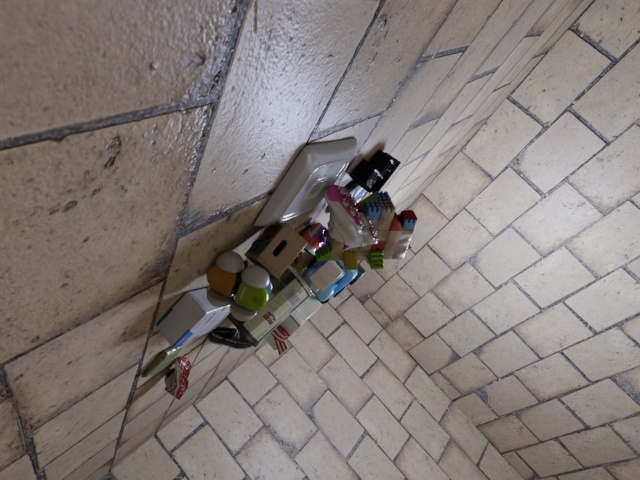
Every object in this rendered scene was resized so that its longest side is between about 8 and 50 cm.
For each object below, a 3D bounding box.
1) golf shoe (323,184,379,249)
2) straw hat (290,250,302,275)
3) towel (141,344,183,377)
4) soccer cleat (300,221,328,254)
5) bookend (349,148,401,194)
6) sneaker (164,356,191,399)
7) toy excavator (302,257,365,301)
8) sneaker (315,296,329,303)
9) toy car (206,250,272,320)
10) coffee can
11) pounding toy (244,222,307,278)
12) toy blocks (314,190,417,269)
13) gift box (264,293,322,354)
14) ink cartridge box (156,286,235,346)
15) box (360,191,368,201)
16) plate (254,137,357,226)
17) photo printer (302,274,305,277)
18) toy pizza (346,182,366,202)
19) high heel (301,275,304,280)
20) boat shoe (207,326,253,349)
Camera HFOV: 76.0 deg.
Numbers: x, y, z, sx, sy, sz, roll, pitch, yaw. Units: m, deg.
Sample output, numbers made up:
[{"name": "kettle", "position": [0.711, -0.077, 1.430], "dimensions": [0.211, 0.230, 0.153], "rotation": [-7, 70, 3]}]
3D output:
[{"name": "golf shoe", "position": [0.070, -0.054, 1.254], "dimensions": [0.140, 0.115, 0.306], "rotation": [-23, 142, 18]}, {"name": "straw hat", "position": [-0.111, 0.069, 1.569], "dimensions": [0.061, 0.145, 0.144], "rotation": [-3, 175, 10]}, {"name": "towel", "position": [-0.554, 0.424, 1.444], "dimensions": [0.148, 0.027, 0.110], "rotation": [-47, 170, 16]}, {"name": "soccer cleat", "position": [0.000, 0.000, 1.640], "dimensions": [0.116, 0.108, 0.318], "rotation": [-48, 166, 5]}, {"name": "bookend", "position": [0.192, -0.248, 1.422], "dimensions": [0.157, 0.072, 0.156], "rotation": [-53, 160, 6]}, {"name": "sneaker", "position": [-0.591, 0.556, 1.663], "dimensions": [0.088, 0.092, 0.225], "rotation": [-61, 172, -60]}, {"name": "toy excavator", "position": [0.031, 0.174, 1.908], "dimensions": [0.433, 0.222, 0.445], "rotation": [-45, 175, 41]}, {"name": "sneaker", "position": [0.046, 0.206, 2.273], "dimensions": [0.162, 0.106, 0.282], "rotation": [8, 91, -77]}, {"name": "toy car", "position": [-0.211, 0.115, 1.116], "dimensions": [0.159, 0.181, 0.136], "rotation": [-67, 168, 21]}, {"name": "coffee can", "position": [-0.195, 0.214, 1.475], "dimensions": [0.275, 0.201, 0.201], "rotation": [-41, 169, -14]}, {"name": "pounding toy", "position": [-0.130, -0.004, 1.172], "dimensions": [0.181, 0.094, 0.206], "rotation": [-51, -158, -14]}, {"name": "toy blocks", "position": [0.182, -0.055, 1.456], "dimensions": [0.380, 0.191, 0.261], "rotation": [-1, 132, -13]}, {"name": "gift box", "position": [-0.183, 0.351, 1.915], "dimensions": [0.276, 0.255, 0.258], "rotation": [-54, 167, 30]}, {"name": "ink cartridge box", "position": [-0.354, 0.215, 1.210], "dimensions": [0.148, 0.086, 0.203], "rotation": [-45, 170, 11]}, {"name": "box", "position": [0.209, -0.226, 1.689], "dimensions": [0.105, 0.043, 0.179], "rotation": [-31, 161, -50]}, {"name": "plate", "position": [-0.026, -0.152, 1.116], "dimensions": [0.278, 0.045, 0.277], "rotation": [-51, 166, 33]}, {"name": "photo printer", "position": [-0.089, 0.288, 2.394], "dimensions": [0.307, 0.107, 0.256], "rotation": [-47, 168, 13]}, {"name": "toy pizza", "position": [0.110, -0.163, 1.587], "dimensions": [0.201, 0.032, 0.201], "rotation": [-42, 165, -14]}, {"name": "high heel", "position": [-0.163, 0.206, 1.784], "dimensions": [0.082, 0.117, 0.244], "rotation": [-50, 168, 33]}, {"name": "boat shoe", "position": [-0.357, 0.395, 1.681], "dimensions": [0.075, 0.205, 0.065], "rotation": [-94, -164, -51]}]
